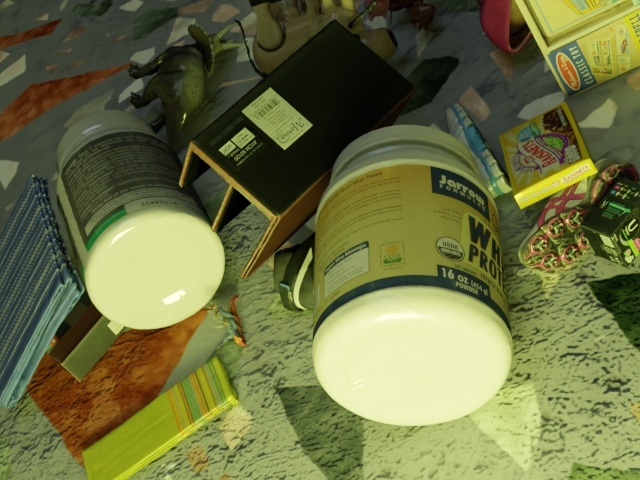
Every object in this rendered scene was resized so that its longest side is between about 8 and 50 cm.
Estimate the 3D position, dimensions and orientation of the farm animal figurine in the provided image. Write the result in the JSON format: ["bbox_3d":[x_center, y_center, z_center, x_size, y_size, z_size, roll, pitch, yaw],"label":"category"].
[{"bbox_3d":[0.022,-0.319,1.910,0.327,0.172,0.330,-8,10,33],"label":"farm animal figurine"}]

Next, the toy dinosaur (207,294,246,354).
[{"bbox_3d":[-0.123,0.115,1.724,0.082,0.047,0.090,32,63,30],"label":"toy dinosaur"}]

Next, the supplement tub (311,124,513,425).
[{"bbox_3d":[0.105,0.035,1.478,0.228,0.228,0.316,-20,43,21],"label":"supplement tub"}]

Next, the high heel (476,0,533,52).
[{"bbox_3d":[0.338,-0.451,1.760,0.181,0.127,0.377,-101,27,-55],"label":"high heel"}]

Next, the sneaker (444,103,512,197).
[{"bbox_3d":[0.193,-0.115,1.690,0.083,0.071,0.191,-35,38,12],"label":"sneaker"}]

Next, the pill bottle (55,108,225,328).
[{"bbox_3d":[-0.287,-0.045,1.872,0.204,0.204,0.361,-35,39,3],"label":"pill bottle"}]

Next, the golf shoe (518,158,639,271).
[{"bbox_3d":[0.308,-0.030,1.526,0.186,0.067,0.086,-40,23,-15],"label":"golf shoe"}]

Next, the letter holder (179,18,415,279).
[{"bbox_3d":[-0.043,-0.118,1.693,0.152,0.214,0.302,41,59,7],"label":"letter holder"}]

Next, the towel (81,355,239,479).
[{"bbox_3d":[-0.219,0.254,1.677,0.237,0.021,0.102,-36,33,4],"label":"towel"}]

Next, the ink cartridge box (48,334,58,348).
[{"bbox_3d":[-0.444,0.149,1.939,0.115,0.029,0.063,-45,39,-11],"label":"ink cartridge box"}]

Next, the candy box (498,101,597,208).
[{"bbox_3d":[0.290,-0.113,1.598,0.105,0.027,0.206,-29,22,15],"label":"candy box"}]

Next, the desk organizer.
[{"bbox_3d":[-0.344,0.142,1.857,0.050,0.047,0.130,20,65,49],"label":"desk organizer"}]

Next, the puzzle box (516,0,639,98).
[{"bbox_3d":[0.357,-0.387,1.562,0.272,0.409,0.052,-25,41,17],"label":"puzzle box"}]

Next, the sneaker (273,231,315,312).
[{"bbox_3d":[0.000,0.000,1.711,0.121,0.079,0.217,-1,52,38],"label":"sneaker"}]

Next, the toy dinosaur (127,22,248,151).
[{"bbox_3d":[-0.250,-0.269,2.134,0.160,0.121,0.313,-26,34,34],"label":"toy dinosaur"}]

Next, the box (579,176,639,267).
[{"bbox_3d":[0.362,-0.022,1.472,0.083,0.062,0.052,-47,39,-13],"label":"box"}]

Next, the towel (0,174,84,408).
[{"bbox_3d":[-0.455,0.073,1.907,0.243,0.040,0.336,-58,33,19],"label":"towel"}]
